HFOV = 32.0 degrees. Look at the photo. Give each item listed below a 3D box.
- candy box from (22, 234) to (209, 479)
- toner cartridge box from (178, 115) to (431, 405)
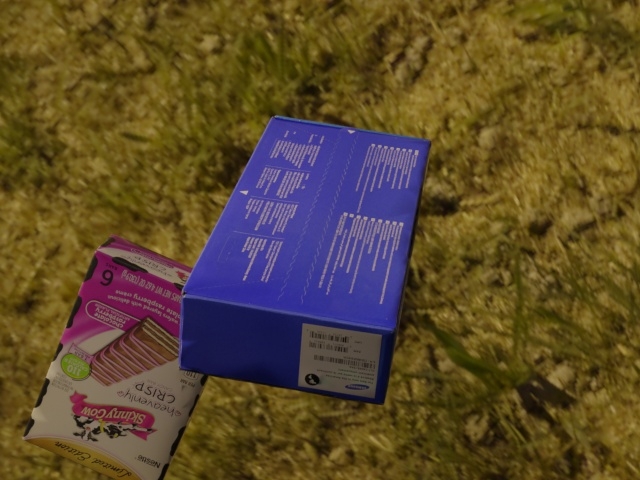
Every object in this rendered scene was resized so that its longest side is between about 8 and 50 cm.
[{"bbox_3d":[-0.198,0.133,1.183,0.159,0.071,0.233,23,106,-1],"label":"candy box"},{"bbox_3d":[0.000,0.000,0.977,0.165,0.075,0.348,11,30,5],"label":"toner cartridge box"}]
